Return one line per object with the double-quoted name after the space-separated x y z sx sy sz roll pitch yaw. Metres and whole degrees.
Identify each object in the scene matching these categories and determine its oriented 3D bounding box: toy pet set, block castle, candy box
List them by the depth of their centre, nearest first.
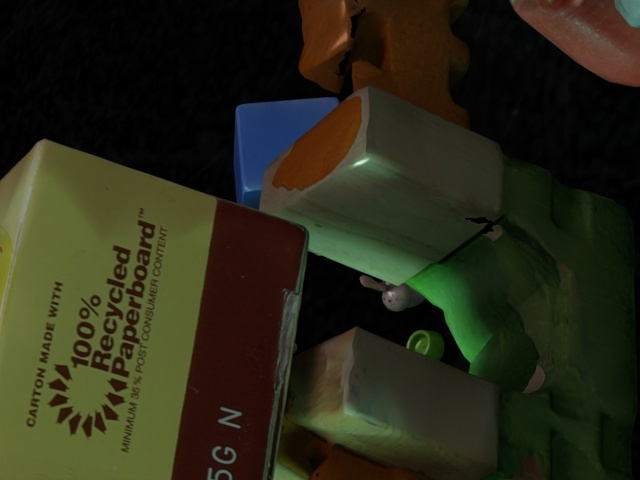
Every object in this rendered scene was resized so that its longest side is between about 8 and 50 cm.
0.142 0.000 0.506 0.303 0.212 0.453 -36 41 45 "block castle"
-0.120 0.110 0.597 0.316 0.087 0.183 -33 43 58 "candy box"
0.000 0.000 0.756 0.122 0.065 0.114 -30 52 33 "toy pet set"
